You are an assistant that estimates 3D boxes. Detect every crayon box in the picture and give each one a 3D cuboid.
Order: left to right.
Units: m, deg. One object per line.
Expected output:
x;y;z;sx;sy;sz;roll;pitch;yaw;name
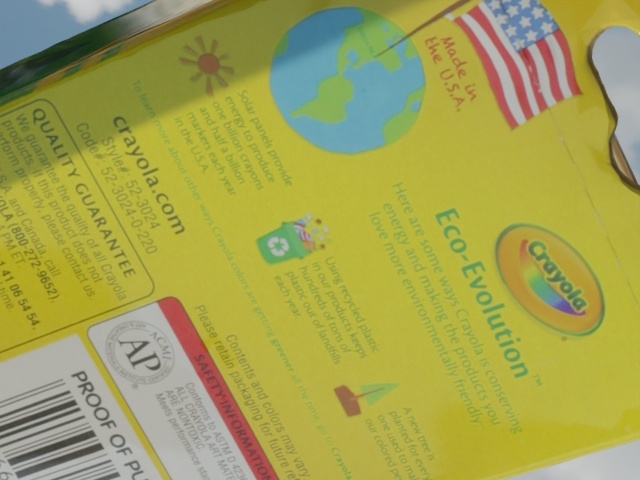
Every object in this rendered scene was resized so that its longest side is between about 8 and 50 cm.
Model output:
0.000;0.000;0.581;0.202;0.318;0.081;63;-157;-18;crayon box
